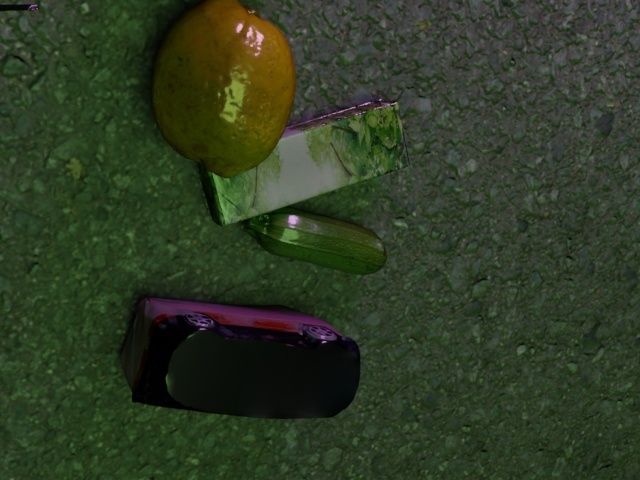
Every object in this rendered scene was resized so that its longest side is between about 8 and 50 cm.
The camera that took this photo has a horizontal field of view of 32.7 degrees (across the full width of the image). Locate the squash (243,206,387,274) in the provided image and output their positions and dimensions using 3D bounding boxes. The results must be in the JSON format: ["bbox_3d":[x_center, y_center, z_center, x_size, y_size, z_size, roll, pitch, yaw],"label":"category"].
[{"bbox_3d":[0.000,0.000,1.461,0.219,0.077,0.068,15,94,-27],"label":"squash"}]

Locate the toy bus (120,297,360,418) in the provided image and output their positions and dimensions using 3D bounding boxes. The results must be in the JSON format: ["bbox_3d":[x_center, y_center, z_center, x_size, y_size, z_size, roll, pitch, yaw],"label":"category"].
[{"bbox_3d":[-0.103,0.153,1.426,0.303,0.147,0.127,7,106,-30],"label":"toy bus"}]

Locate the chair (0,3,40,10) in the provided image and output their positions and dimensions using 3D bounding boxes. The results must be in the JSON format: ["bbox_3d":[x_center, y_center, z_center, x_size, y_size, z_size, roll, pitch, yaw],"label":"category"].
[{"bbox_3d":[-0.434,-0.296,1.085,0.172,0.247,0.158,-29,122,-41],"label":"chair"}]

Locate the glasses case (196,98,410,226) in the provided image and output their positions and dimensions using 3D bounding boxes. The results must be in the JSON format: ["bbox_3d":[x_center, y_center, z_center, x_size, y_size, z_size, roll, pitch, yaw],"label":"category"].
[{"bbox_3d":[-0.021,-0.105,1.418,0.272,0.062,0.095,-18,108,-19],"label":"glasses case"}]

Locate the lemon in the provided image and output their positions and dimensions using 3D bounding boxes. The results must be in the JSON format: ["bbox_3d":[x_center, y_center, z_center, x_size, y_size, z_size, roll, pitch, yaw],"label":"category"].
[{"bbox_3d":[-0.115,-0.179,1.282,0.170,0.170,0.207,9,101,-28],"label":"lemon"}]

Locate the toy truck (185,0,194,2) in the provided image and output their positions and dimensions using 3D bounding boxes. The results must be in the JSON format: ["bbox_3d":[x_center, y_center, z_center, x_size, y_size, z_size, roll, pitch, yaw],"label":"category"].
[{"bbox_3d":[-0.076,-0.364,1.255,0.213,0.161,0.177,-21,136,-18],"label":"toy truck"}]
